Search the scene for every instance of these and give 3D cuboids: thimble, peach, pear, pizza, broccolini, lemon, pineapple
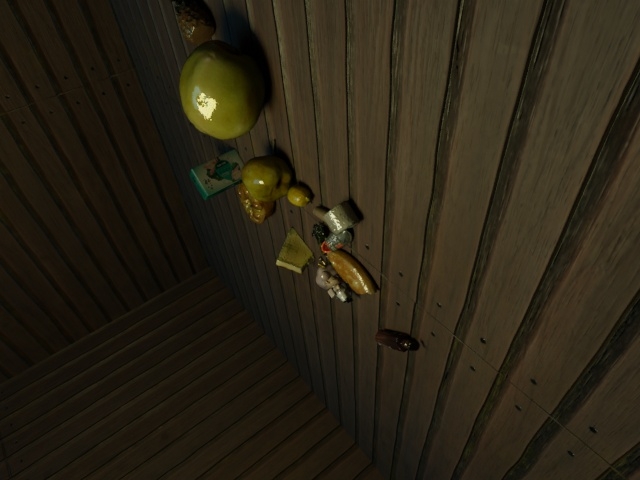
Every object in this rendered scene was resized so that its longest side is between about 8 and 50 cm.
[{"bbox_3d":[0.072,-0.074,1.547,0.090,0.102,0.115,57,-174,3],"label":"thimble"},{"bbox_3d":[-0.333,-0.514,1.572,0.282,0.314,0.315,28,104,28],"label":"peach"},{"bbox_3d":[-0.214,-0.248,1.794,0.200,0.200,0.199,45,153,30],"label":"pear"},{"bbox_3d":[0.118,0.123,1.752,0.271,0.056,0.134,36,146,40],"label":"pizza"},{"bbox_3d":[0.013,0.002,1.852,0.058,0.073,0.201,-2,150,16],"label":"broccolini"},{"bbox_3d":[-0.081,-0.173,1.757,0.111,0.082,0.082,32,146,35],"label":"lemon"},{"bbox_3d":[-0.502,-0.869,1.709,0.247,0.128,0.128,60,157,8],"label":"pineapple"}]

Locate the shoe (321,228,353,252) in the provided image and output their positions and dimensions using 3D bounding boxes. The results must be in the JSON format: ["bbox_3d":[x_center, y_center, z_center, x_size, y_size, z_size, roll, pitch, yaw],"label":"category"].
[{"bbox_3d":[0.059,0.000,1.691,0.074,0.077,0.194,57,157,7],"label":"shoe"}]

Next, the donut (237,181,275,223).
[{"bbox_3d":[-0.306,-0.193,2.143,0.226,0.114,0.226,45,154,29],"label":"donut"}]

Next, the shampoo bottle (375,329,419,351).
[{"bbox_3d":[0.289,0.381,1.706,0.067,0.068,0.236,64,156,-8],"label":"shampoo bottle"}]

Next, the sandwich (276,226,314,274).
[{"bbox_3d":[-0.097,0.050,2.058,0.163,0.192,0.058,20,148,-2],"label":"sandwich"}]

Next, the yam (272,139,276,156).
[{"bbox_3d":[-0.187,-0.367,1.817,0.014,0.014,0.107,49,155,23],"label":"yam"}]

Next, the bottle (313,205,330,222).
[{"bbox_3d":[0.013,-0.098,1.708,0.096,0.045,0.045,34,147,49],"label":"bottle"}]

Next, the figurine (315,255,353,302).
[{"bbox_3d":[0.051,0.172,1.878,0.112,0.137,0.229,-52,58,20],"label":"figurine"}]

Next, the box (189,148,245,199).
[{"bbox_3d":[-0.485,-0.318,2.182,0.153,0.245,0.092,59,154,-3],"label":"box"}]
